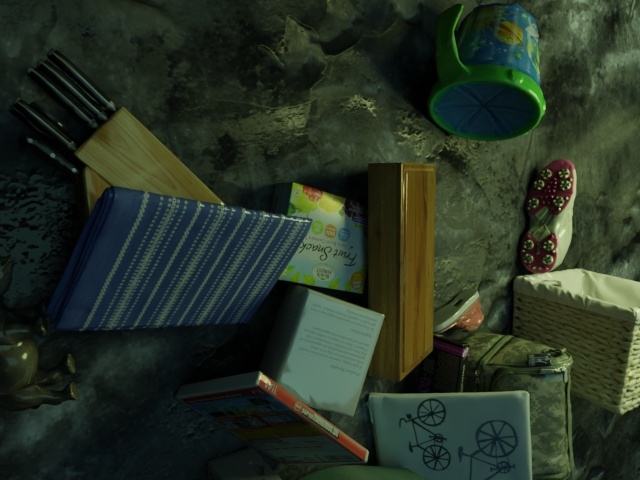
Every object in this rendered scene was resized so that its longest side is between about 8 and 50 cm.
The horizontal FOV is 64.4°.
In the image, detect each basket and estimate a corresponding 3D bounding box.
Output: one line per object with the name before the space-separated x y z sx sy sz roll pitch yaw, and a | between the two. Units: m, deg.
basket | 0.721 0.238 1.335 0.328 0.331 0.267 -3 103 -34

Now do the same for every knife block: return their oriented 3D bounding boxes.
knife block | -0.284 -0.138 0.735 0.275 0.088 0.242 -7 100 -34

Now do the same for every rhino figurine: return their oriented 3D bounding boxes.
rhino figurine | -0.419 0.121 0.679 0.106 0.073 0.243 -19 105 -12

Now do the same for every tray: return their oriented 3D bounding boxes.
tray | 0.171 0.051 1.033 0.202 0.076 0.411 -13 103 -59

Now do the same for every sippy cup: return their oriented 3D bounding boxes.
sippy cup | 0.364 -0.368 1.088 0.305 0.240 0.224 59 43 -68

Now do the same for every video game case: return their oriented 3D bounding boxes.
video game case | -0.080 0.314 0.867 0.285 0.204 0.025 45 43 -30

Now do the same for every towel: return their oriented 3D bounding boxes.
towel | -0.193 0.038 0.747 0.336 0.040 0.243 7 127 -45

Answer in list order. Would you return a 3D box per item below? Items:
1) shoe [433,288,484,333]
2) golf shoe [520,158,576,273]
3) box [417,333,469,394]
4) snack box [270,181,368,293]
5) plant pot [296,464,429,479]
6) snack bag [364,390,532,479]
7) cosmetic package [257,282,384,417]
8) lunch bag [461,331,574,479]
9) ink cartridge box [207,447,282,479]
shoe | 0.325 0.191 1.207 0.178 0.063 0.081 -30 107 -33
golf shoe | 0.625 -0.061 1.370 0.140 0.115 0.306 6 98 -45
box | 0.277 0.301 1.156 0.029 0.116 0.162 6 93 -36
snack box | 0.000 0.000 0.957 0.207 0.070 0.175 14 85 -34
plant pot | 0.067 0.553 0.949 0.252 0.248 0.247 14 73 -8
snack bag | 0.281 0.473 1.106 0.037 0.342 0.323 -52 135 -72
cosmetic package | -0.004 0.189 0.906 0.151 0.151 0.184 21 84 -15
lunch bag | 0.448 0.377 1.176 0.212 0.256 0.305 -17 103 -48
ink cartridge box | -0.125 0.497 0.877 0.093 0.154 0.213 -3 98 -33
